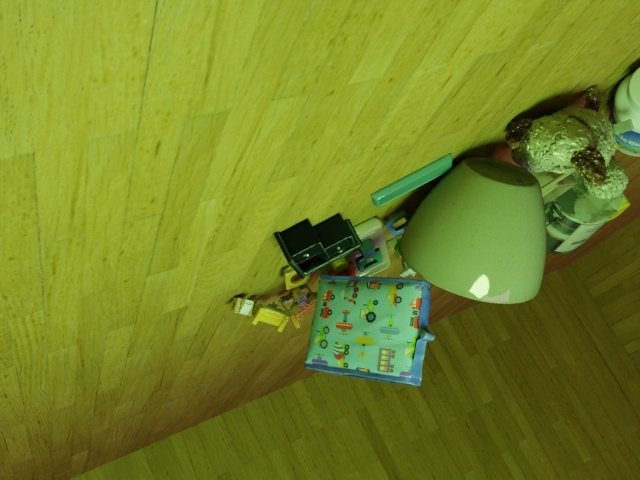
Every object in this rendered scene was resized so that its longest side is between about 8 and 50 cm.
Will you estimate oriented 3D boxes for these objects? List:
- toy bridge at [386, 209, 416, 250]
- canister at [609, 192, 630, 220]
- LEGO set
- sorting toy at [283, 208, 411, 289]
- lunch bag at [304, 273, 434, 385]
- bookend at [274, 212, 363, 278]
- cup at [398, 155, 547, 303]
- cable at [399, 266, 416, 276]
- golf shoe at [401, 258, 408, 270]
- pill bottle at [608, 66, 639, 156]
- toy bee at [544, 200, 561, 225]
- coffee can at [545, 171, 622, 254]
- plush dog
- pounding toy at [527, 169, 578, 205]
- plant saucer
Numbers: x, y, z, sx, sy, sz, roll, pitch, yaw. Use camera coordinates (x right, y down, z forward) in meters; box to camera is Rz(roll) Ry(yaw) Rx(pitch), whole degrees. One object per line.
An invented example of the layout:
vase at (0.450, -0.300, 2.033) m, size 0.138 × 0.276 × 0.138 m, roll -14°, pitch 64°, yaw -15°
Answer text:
toy bridge at (0.225, -0.031, 1.809) m, size 0.063 × 0.026 × 0.188 m, roll -23°, pitch 162°, yaw -23°
canister at (0.869, -0.153, 2.171) m, size 0.073 × 0.169 × 0.126 m, roll -25°, pitch 163°, yaw -9°
LEGO set at (-0.103, 0.148, 1.778) m, size 0.287 × 0.107 × 0.132 m, roll -15°, pitch 125°, yaw -23°
sorting toy at (0.080, 0.051, 1.686) m, size 0.348 × 0.047 × 0.196 m, roll -26°, pitch 143°, yaw -3°
lunch bag at (0.123, 0.195, 1.553) m, size 0.138 × 0.220 × 0.293 m, roll 20°, pitch 165°, yaw -41°
bookend at (0.000, 0.000, 1.482) m, size 0.157 × 0.072 × 0.156 m, roll -28°, pitch 163°, yaw 0°
cup at (0.361, -0.048, 1.559) m, size 0.331 × 0.331 × 0.236 m, roll -12°, pitch 125°, yaw -41°
cable at (0.341, -0.012, 1.934) m, size 0.257 × 0.089 × 0.257 m, roll -19°, pitch 161°, yaw -26°
golf shoe at (0.312, 0.052, 2.078) m, size 0.086 × 0.067 × 0.186 m, roll -9°, pitch -175°, yaw 43°
pill bottle at (0.738, -0.298, 1.587) m, size 0.152 × 0.152 × 0.272 m, roll -30°, pitch 162°, yaw 10°
toy bee at (0.509, 0.030, 1.903) m, size 0.298 × 0.195 × 0.162 m, roll -32°, pitch -161°, yaw -21°
coffee can at (0.751, -0.096, 2.108) m, size 0.202 × 0.201 × 0.275 m, roll -25°, pitch 162°, yaw -9°
plush dog at (0.521, -0.208, 1.476) m, size 0.225 × 0.262 × 0.210 m, roll -21°, pitch 131°, yaw -51°
pounding toy at (0.592, -0.170, 1.836) m, size 0.181 × 0.094 × 0.206 m, roll -10°, pitch 155°, yaw -46°
plant saucer at (0.198, -0.126, 1.508) m, size 0.192 × 0.018 × 0.067 m, roll -27°, pitch 163°, yaw 1°
